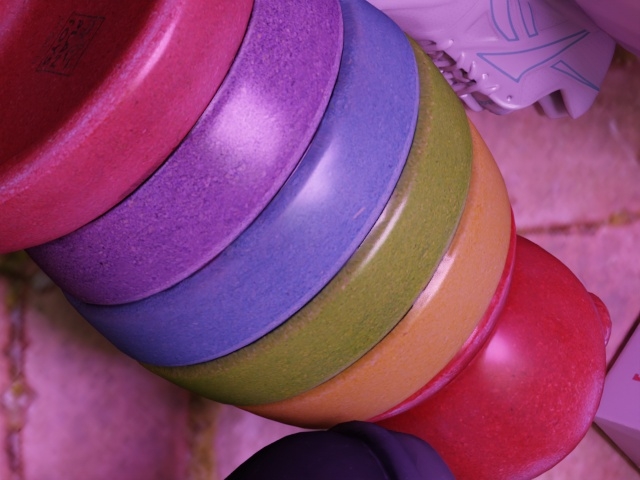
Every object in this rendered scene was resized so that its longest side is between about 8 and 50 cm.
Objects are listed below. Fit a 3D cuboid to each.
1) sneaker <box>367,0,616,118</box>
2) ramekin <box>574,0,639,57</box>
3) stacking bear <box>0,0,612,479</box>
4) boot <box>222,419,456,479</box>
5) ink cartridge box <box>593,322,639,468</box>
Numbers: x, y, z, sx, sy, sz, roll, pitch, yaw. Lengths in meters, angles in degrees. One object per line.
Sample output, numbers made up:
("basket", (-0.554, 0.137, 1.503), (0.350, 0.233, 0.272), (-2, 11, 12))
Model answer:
("sneaker", (0.070, -0.086, 0.683), (0.152, 0.054, 0.061), (7, 96, -33))
("ramekin", (0.213, -0.174, 0.630), (0.277, 0.135, 0.277), (-13, 117, -27))
("stacking bear", (0.000, 0.000, 0.599), (0.289, 0.164, 0.175), (38, 77, -35))
("boot", (-0.205, 0.179, 0.465), (0.445, 0.146, 0.367), (18, 104, -30))
("ink cartridge box", (0.310, 0.046, 0.766), (0.197, 0.198, 0.270), (42, 74, -30))
